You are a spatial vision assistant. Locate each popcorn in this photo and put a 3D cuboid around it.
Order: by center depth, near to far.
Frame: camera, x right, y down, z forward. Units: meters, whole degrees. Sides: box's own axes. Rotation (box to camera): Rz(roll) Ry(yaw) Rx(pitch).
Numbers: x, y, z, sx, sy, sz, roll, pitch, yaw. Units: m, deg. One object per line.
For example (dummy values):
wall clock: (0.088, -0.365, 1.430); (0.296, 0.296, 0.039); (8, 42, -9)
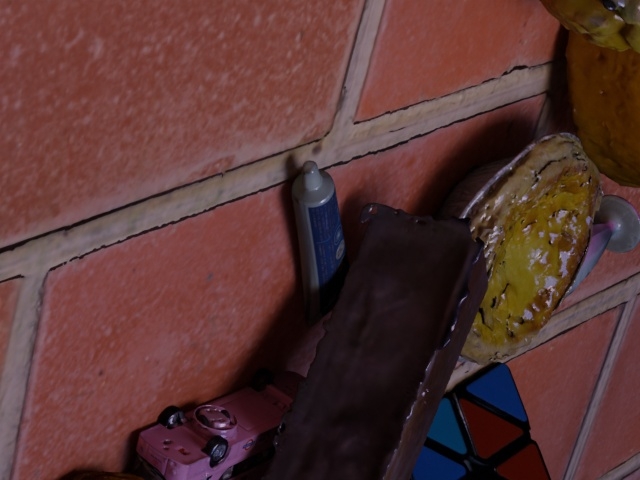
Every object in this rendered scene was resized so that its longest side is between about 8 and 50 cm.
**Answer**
popcorn: (0.251, -0.232, 1.662); (0.148, 0.167, 0.152); (-34, -164, 16)

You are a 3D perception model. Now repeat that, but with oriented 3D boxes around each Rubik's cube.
Rubik's cube: (0.189, 0.264, 1.950); (0.250, 0.234, 0.284); (-45, 148, -24)

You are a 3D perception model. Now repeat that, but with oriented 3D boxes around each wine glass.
wine glass: (0.254, 0.006, 1.977); (0.155, 0.073, 0.073); (-32, 142, -43)

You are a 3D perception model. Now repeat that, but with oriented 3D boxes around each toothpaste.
toothpaste: (0.000, 0.000, 1.609); (0.057, 0.035, 0.197); (-40, 150, -21)

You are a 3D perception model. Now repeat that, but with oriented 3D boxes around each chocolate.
chocolate: (0.046, 0.134, 1.627); (0.321, 0.112, 0.112); (-68, 159, -13)

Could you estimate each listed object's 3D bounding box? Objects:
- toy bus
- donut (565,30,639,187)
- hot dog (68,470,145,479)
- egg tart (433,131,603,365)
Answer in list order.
toy bus: (-0.073, 0.170, 1.629); (0.203, 0.063, 0.090); (-18, 132, -51)
donut: (0.354, -0.169, 1.831); (0.277, 0.108, 0.277); (-14, 115, -33)
hot dog: (-0.182, 0.288, 1.513); (0.160, 0.099, 0.227); (21, 92, -18)
egg tart: (0.165, 0.002, 1.806); (0.234, 0.094, 0.234); (-35, 141, -35)
